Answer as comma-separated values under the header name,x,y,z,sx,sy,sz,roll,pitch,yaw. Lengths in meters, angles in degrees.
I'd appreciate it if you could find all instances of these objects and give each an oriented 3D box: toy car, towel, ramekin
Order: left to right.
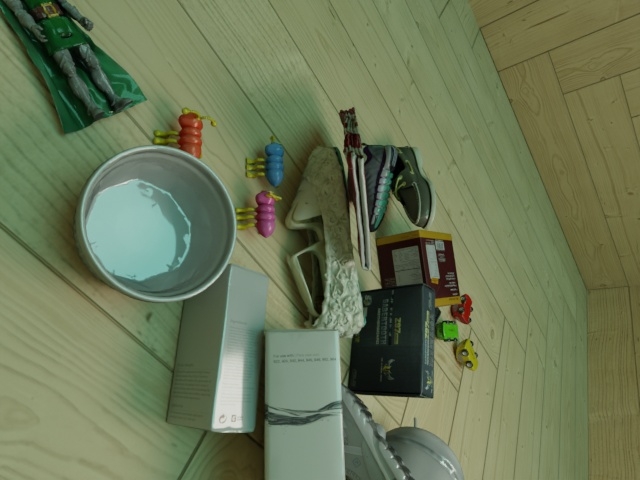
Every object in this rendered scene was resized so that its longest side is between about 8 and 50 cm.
name,x,y,z,sx,sy,sz,roll,pitch,yaw
ramekin,-0.231,-0.018,0.613,0.207,0.109,0.207,7,80,-40
towel,0.071,-0.120,0.919,0.329,0.037,0.237,-88,170,-60
toy car,0.408,0.277,1.359,0.225,0.053,0.239,15,68,-47

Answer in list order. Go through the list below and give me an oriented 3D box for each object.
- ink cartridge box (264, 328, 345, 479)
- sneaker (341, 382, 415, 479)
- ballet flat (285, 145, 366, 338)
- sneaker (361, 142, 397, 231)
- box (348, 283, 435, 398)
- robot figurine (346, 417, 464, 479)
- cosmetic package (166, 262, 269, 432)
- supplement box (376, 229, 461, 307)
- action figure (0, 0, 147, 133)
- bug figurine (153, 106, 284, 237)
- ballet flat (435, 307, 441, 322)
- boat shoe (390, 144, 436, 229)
name,x,y,z,sx,sy,sz,roll,pitch,yaw
ink cartridge box,-0.031,0.282,0.708,0.114,0.198,0.273,0,76,-6
sneaker,0.049,0.360,0.803,0.281,0.115,0.105,51,-2,38
ballet flat,0.000,0.000,0.898,0.147,0.147,0.409,-1,80,-50
sneaker,0.127,-0.136,1.137,0.083,0.098,0.224,6,97,-70
box,0.156,0.219,0.971,0.059,0.183,0.233,29,59,-43
robot figurine,0.160,0.518,0.879,0.353,0.200,0.300,-35,96,-48
cosmetic package,-0.152,0.161,0.673,0.085,0.117,0.231,25,63,-44
supplement box,0.263,0.083,1.179,0.191,0.129,0.194,4,77,-50
action figure,-0.354,-0.278,0.601,0.137,0.063,0.232,-46,111,-42
bug figurine,-0.148,-0.111,0.787,0.279,0.072,0.216,7,75,-49
ballet flat,0.292,0.245,1.245,0.049,0.057,0.173,30,44,9
boat shoe,0.228,-0.146,1.171,0.091,0.109,0.305,8,44,-13
